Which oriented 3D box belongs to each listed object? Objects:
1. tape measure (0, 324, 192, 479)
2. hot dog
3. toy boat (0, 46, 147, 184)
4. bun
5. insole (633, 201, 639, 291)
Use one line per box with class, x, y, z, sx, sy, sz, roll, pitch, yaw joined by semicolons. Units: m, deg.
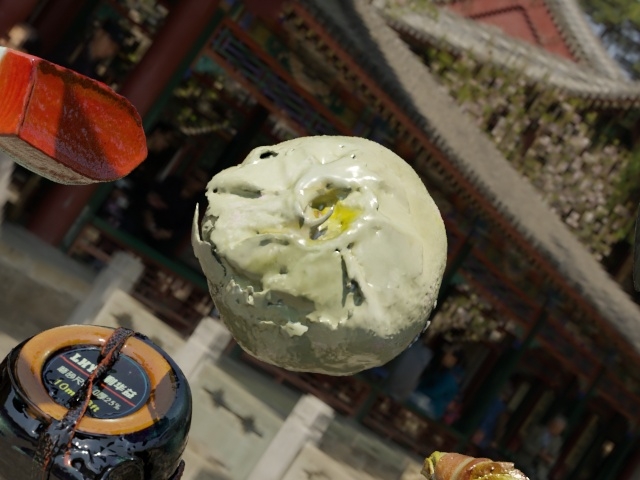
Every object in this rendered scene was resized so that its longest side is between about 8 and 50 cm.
tape measure;-0.233;0.181;1.189;0.202;0.135;0.223;29;34;20
hot dog;0.241;0.409;1.942;0.261;0.093;0.123;-7;-63;57
toy boat;-0.354;-0.154;1.592;0.133;0.145;0.332;11;-7;23
bun;0.000;0.000;1.086;0.239;0.239;0.141;33;-25;17
insole;0.180;-0.046;0.630;0.002;0.152;0.053;16;26;33
